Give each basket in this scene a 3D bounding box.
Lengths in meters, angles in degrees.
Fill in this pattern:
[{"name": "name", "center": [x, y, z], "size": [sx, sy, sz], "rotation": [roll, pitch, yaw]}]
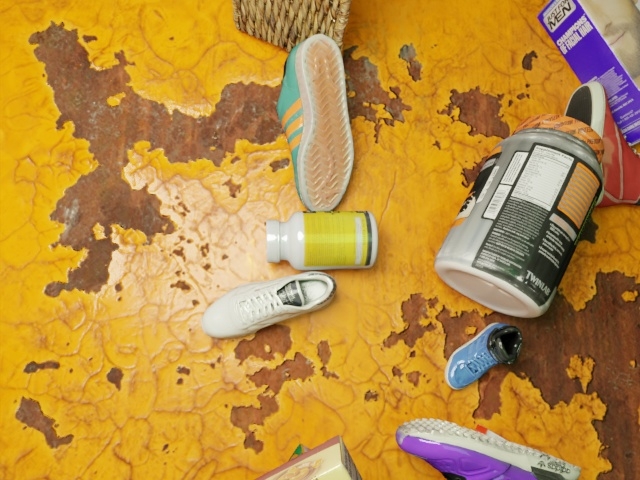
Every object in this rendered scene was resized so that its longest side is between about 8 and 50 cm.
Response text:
[{"name": "basket", "center": [-0.016, -0.477, 0.751], "size": [0.223, 0.299, 0.213], "rotation": [25, 77, 1]}]

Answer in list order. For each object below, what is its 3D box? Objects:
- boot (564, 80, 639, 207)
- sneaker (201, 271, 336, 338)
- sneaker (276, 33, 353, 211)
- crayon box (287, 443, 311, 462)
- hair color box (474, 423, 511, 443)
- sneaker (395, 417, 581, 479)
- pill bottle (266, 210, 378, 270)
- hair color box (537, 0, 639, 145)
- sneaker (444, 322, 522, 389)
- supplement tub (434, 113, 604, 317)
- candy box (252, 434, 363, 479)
[{"name": "boot", "center": [0.581, -0.186, 0.872], "size": [0.177, 0.088, 0.244], "rotation": [-2, 88, -7]}, {"name": "sneaker", "center": [-0.088, 0.102, 0.745], "size": [0.235, 0.095, 0.090], "rotation": [-19, 84, -7]}, {"name": "sneaker", "center": [-0.016, -0.201, 0.811], "size": [0.108, 0.121, 0.301], "rotation": [-5, 99, -28]}, {"name": "crayon box", "center": [0.069, 0.432, 0.666], "size": [0.279, 0.165, 0.081], "rotation": [32, 79, 1]}, {"name": "hair color box", "center": [0.275, 0.397, 0.755], "size": [0.072, 0.043, 0.141], "rotation": [31, 77, 0]}, {"name": "sneaker", "center": [0.250, 0.377, 0.682], "size": [0.294, 0.102, 0.146], "rotation": [17, 78, -1]}, {"name": "pill bottle", "center": [0.000, 0.000, 0.767], "size": [0.184, 0.103, 0.103], "rotation": [-1, 80, -6]}, {"name": "hair color box", "center": [0.623, -0.384, 0.898], "size": [0.185, 0.110, 0.338], "rotation": [-29, 83, -10]}, {"name": "sneaker", "center": [0.284, 0.200, 0.770], "size": [0.152, 0.084, 0.058], "rotation": [-38, 86, -10]}, {"name": "supplement tub", "center": [0.347, -0.045, 0.765], "size": [0.194, 0.193, 0.315], "rotation": [31, 78, 0]}, {"name": "candy box", "center": [0.016, 0.429, 0.534], "size": [0.183, 0.087, 0.316], "rotation": [-27, 89, -1]}]
